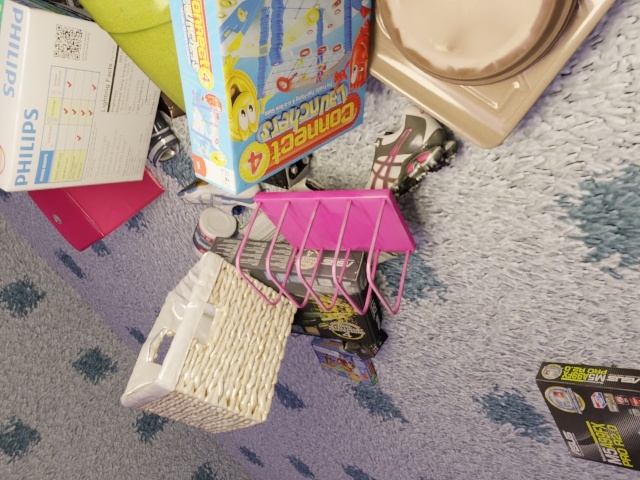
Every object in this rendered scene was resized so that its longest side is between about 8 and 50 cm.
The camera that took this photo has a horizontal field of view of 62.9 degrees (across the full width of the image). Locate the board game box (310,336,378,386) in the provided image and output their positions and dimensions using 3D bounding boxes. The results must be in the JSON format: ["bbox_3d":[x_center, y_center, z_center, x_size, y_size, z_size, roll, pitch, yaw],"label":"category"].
[{"bbox_3d":[0.075,0.381,1.657,0.201,0.035,0.136,9,133,37],"label":"board game box"}]

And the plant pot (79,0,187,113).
[{"bbox_3d":[-0.157,-0.354,0.886,0.366,0.366,0.353,12,147,35],"label":"plant pot"}]

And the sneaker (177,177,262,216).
[{"bbox_3d":[-0.271,-0.114,1.402,0.296,0.112,0.131,-5,124,46],"label":"sneaker"}]

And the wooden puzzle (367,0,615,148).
[{"bbox_3d":[0.215,-0.347,0.741,0.322,0.080,0.348,36,139,7],"label":"wooden puzzle"}]

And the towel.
[{"bbox_3d":[0.000,0.000,1.229,0.312,0.056,0.324,31,148,-21],"label":"towel"}]

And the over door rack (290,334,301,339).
[{"bbox_3d":[-0.176,0.193,1.636,0.324,0.108,0.239,50,143,-11],"label":"over door rack"}]

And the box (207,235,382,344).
[{"bbox_3d":[-0.057,0.131,1.337,0.394,0.097,0.318,6,142,20],"label":"box"}]

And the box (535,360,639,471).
[{"bbox_3d":[0.618,0.383,1.130,0.216,0.060,0.270,-6,123,46],"label":"box"}]

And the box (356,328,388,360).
[{"bbox_3d":[0.137,0.283,1.455,0.052,0.083,0.062,46,145,-6],"label":"box"}]

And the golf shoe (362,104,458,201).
[{"bbox_3d":[0.144,-0.145,1.013,0.120,0.105,0.273,58,140,7],"label":"golf shoe"}]

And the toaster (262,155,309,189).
[{"bbox_3d":[-0.120,-0.214,1.155,0.185,0.110,0.168,18,138,29],"label":"toaster"}]

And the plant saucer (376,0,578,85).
[{"bbox_3d":[0.188,-0.332,0.683,0.278,0.041,0.278,23,136,24],"label":"plant saucer"}]

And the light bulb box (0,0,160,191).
[{"bbox_3d":[-0.562,-0.319,1.141,0.225,0.361,0.358,26,110,21],"label":"light bulb box"}]

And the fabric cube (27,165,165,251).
[{"bbox_3d":[-0.702,-0.151,1.640,0.258,0.259,0.254,-16,114,49],"label":"fabric cube"}]

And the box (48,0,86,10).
[{"bbox_3d":[-0.638,-0.515,1.158,0.076,0.307,0.242,27,143,20],"label":"box"}]

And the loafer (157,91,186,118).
[{"bbox_3d":[-0.419,-0.369,1.301,0.220,0.078,0.080,28,142,18],"label":"loafer"}]

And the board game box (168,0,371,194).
[{"bbox_3d":[-0.051,-0.264,0.732,0.086,0.308,0.302,27,135,30],"label":"board game box"}]

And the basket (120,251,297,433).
[{"bbox_3d":[-0.262,0.262,1.258,0.266,0.328,0.331,28,145,-19],"label":"basket"}]

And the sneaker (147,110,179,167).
[{"bbox_3d":[-0.500,-0.265,1.469,0.282,0.099,0.153,-20,111,48],"label":"sneaker"}]

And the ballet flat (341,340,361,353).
[{"bbox_3d":[0.066,0.250,1.458,0.049,0.057,0.173,20,-163,-27],"label":"ballet flat"}]

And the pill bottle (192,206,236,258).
[{"bbox_3d":[-0.322,-0.014,1.556,0.108,0.108,0.180,41,145,1],"label":"pill bottle"}]

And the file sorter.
[{"bbox_3d":[0.012,0.031,1.040,0.290,0.182,0.202,1,149,27],"label":"file sorter"}]
